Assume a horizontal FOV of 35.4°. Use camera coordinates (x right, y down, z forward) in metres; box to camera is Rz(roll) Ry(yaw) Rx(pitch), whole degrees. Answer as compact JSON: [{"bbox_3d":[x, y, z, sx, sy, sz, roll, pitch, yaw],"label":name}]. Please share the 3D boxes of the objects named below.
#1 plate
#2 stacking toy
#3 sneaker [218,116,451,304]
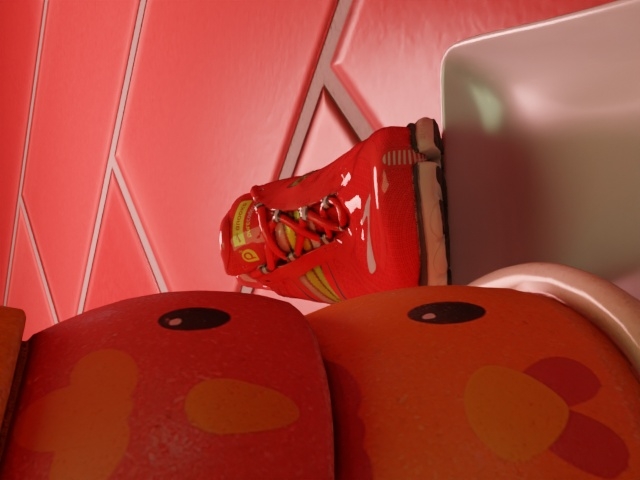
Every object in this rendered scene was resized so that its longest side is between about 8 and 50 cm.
[{"bbox_3d":[0.152,0.029,0.456,0.278,0.045,0.277,1,94,62],"label":"plate"},{"bbox_3d":[-0.117,0.136,0.366,0.351,0.480,0.350,-166,90,-72],"label":"stacking toy"},{"bbox_3d":[0.000,0.000,0.605,0.279,0.119,0.107,143,125,-73],"label":"sneaker"}]
